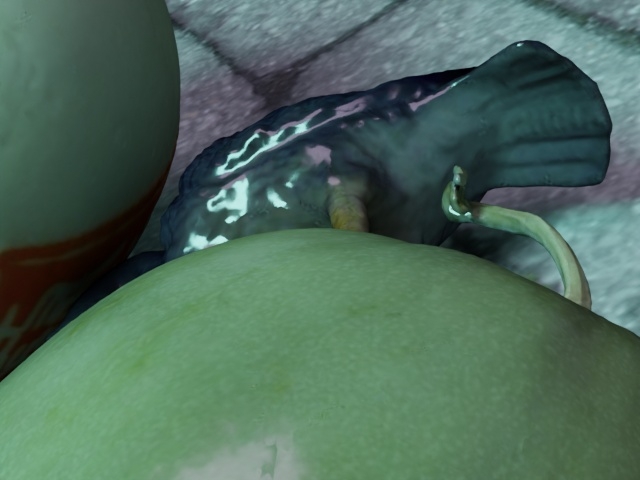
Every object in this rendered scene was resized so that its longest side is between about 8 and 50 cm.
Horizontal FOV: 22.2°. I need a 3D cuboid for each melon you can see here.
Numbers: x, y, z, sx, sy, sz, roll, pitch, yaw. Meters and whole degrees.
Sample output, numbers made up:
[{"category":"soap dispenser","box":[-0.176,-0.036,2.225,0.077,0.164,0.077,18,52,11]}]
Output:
[{"category":"melon","box":[-0.007,0.136,0.449,0.308,0.272,0.272,-56,28,6]}]

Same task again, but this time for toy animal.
[{"category":"toy animal","box":[0.000,0.000,0.807,0.298,0.122,0.185,-39,24,-2]}]

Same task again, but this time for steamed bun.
[{"category":"steamed bun","box":[-0.228,-0.035,0.919,0.374,0.241,0.374,-45,3,3]}]
